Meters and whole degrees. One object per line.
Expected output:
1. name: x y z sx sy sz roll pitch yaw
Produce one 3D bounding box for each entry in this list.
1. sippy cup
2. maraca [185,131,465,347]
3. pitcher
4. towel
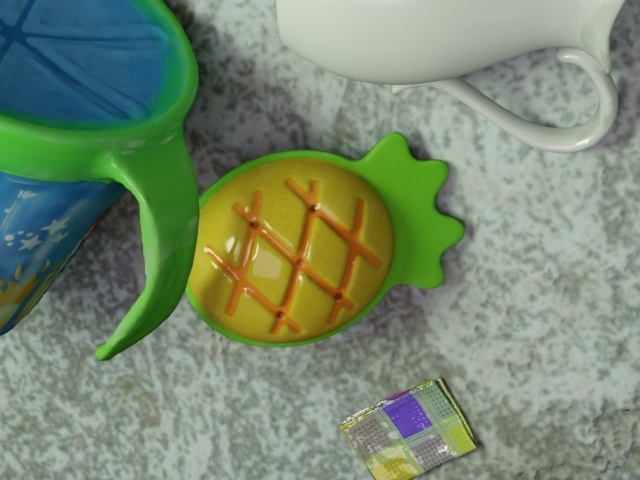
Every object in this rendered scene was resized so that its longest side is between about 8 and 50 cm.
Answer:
1. sippy cup: -0.226 -0.060 0.979 0.240 0.305 0.224 8 131 -30
2. maraca: 0.000 0.000 0.989 0.185 0.099 0.127 -17 106 -5
3. pitcher: 0.081 -0.131 0.913 0.207 0.125 0.178 3 124 5
4. towel: 0.061 0.135 1.059 0.083 0.009 0.060 -27 97 23
